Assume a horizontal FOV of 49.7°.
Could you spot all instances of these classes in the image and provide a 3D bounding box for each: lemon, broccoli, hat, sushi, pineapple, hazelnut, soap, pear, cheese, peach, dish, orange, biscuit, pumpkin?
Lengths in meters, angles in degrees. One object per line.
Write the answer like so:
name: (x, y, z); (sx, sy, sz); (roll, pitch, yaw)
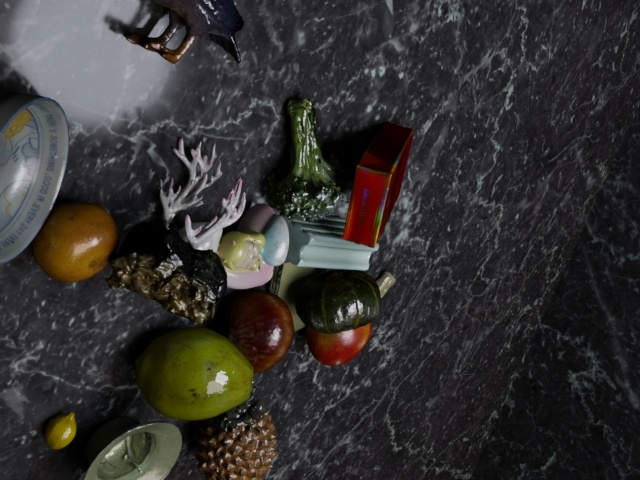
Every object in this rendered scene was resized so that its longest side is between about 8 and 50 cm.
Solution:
lemon: (-0.559, 0.410, 1.493); (0.092, 0.065, 0.065); (-55, 143, 0)
broccoli: (-0.006, -0.178, 1.578); (0.199, 0.177, 0.274); (-1, 106, -41)
hat: (-0.461, 0.485, 1.599); (0.257, 0.130, 0.257); (-28, 137, -30)
sushi: (-0.270, 0.057, 1.270); (0.213, 0.115, 0.147); (33, 123, -14)
pineapple: (-0.222, 0.462, 1.777); (0.223, 0.223, 0.357); (-26, 135, -32)
hazelnut: (-0.156, 0.227, 1.686); (0.178, 0.178, 0.203); (-1, 114, -47)
soap: (0.000, 0.000, 1.699); (0.265, 0.160, 0.087); (6, 114, -50)
pear: (-0.281, 0.300, 1.559); (0.269, 0.212, 0.212); (13, 115, -4)
cheese: (0.153, 0.175, 2.104); (0.194, 0.043, 0.065); (-48, 138, -5)
peach: (0.049, 0.251, 1.929); (0.190, 0.190, 0.192); (-27, 143, -32)
dish: (-0.516, -0.110, 1.070); (0.273, 0.134, 0.273); (-161, -90, -90)
orange: (-0.444, -0.001, 1.250); (0.155, 0.134, 0.154); (-39, 164, -13)
biscuit: (-0.079, 0.138, 1.811); (0.150, 0.052, 0.252); (-21, 132, -44)
pumpkin: (0.046, 0.156, 1.752); (0.224, 0.224, 0.157); (-14, 101, -41)

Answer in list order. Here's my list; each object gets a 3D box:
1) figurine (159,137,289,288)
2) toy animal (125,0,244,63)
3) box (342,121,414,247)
figurine: (-0.207, -0.043, 1.437); (0.316, 0.206, 0.284); (1, 123, -55)
toy animal: (-0.230, -0.394, 1.172); (0.298, 0.122, 0.185); (10, 110, -52)
box: (0.143, -0.142, 1.686); (0.313, 0.089, 0.197); (-59, 163, -58)
